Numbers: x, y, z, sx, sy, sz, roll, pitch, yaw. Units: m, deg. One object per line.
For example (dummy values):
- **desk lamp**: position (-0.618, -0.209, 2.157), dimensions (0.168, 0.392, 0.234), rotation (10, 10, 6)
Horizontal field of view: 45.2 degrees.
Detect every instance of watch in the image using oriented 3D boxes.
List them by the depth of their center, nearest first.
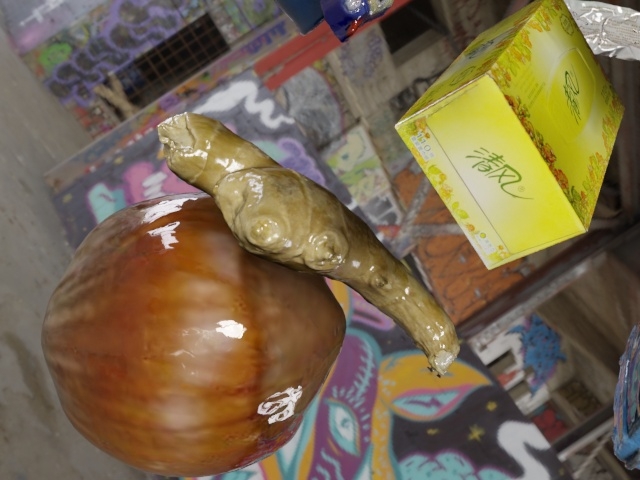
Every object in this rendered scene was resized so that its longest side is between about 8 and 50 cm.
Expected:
- **watch**: position (0.017, -0.330, 0.925), dimensions (0.171, 0.196, 0.200), rotation (58, -26, -10)

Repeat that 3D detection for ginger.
- **ginger**: position (0.000, 0.000, 0.672), dimensions (0.334, 0.081, 0.148), rotation (34, 4, -18)

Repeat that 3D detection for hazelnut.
- **hazelnut**: position (-0.153, 0.109, 0.936), dimensions (0.372, 0.372, 0.315), rotation (56, -5, 12)

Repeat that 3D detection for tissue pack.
- **tissue pack**: position (0.119, -0.072, 0.446), dimensions (0.095, 0.062, 0.176), rotation (56, 37, -11)

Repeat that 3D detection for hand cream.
- **hand cream**: position (0.406, -0.262, 1.004), dimensions (0.257, 0.084, 0.050), rotation (13, -10, -9)

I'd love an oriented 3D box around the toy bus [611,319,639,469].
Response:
- **toy bus**: position (0.297, 0.113, 0.459), dimensions (0.234, 0.116, 0.133), rotation (25, -43, 4)
